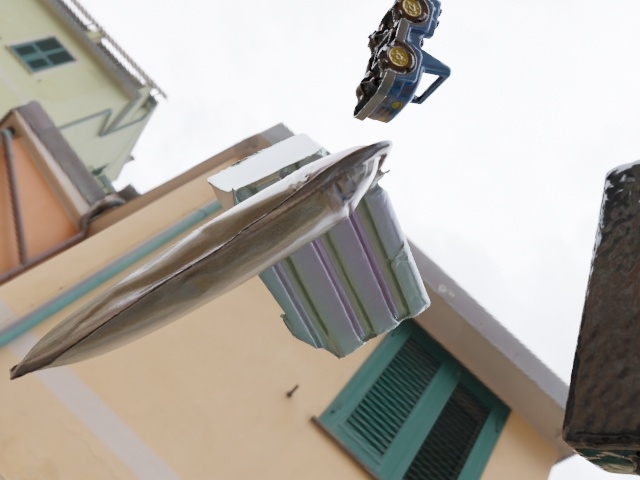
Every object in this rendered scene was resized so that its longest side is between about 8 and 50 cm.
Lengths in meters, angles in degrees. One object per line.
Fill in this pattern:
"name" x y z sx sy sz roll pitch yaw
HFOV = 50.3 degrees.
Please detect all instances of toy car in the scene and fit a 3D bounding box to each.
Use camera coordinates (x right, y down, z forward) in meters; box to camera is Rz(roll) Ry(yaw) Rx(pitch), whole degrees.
"toy car" 0.112 -0.234 0.885 0.100 0.191 0.097 23 -26 -13

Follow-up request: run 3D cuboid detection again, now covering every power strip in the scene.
"power strip" 0.249 0.048 0.490 0.070 0.256 0.105 37 -31 -24

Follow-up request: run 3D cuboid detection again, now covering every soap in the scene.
"soap" 0.000 0.000 0.665 0.230 0.145 0.091 65 -7 -33

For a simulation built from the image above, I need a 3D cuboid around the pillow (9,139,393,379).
"pillow" -0.059 0.012 0.390 0.233 0.130 0.038 -31 -91 -1
